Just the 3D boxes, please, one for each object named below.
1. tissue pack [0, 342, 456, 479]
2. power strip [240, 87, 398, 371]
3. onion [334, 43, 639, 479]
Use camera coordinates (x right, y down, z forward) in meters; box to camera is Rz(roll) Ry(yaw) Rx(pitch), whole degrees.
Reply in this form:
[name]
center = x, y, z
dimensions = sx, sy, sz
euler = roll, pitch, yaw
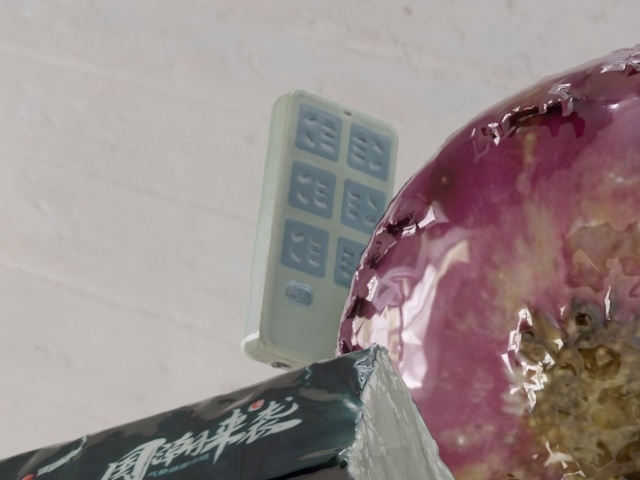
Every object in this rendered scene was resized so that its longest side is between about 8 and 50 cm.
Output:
[tissue pack]
center = -0.044, 0.103, 0.479
dimensions = 0.170, 0.103, 0.090
euler = -18, 23, 17
[power strip]
center = 0.000, 0.000, 1.469
dimensions = 0.046, 0.118, 0.270
euler = -23, 53, 50
[onion]
center = 0.202, 0.079, 0.884
dimensions = 0.358, 0.345, 0.358
euler = -3, 87, 50
